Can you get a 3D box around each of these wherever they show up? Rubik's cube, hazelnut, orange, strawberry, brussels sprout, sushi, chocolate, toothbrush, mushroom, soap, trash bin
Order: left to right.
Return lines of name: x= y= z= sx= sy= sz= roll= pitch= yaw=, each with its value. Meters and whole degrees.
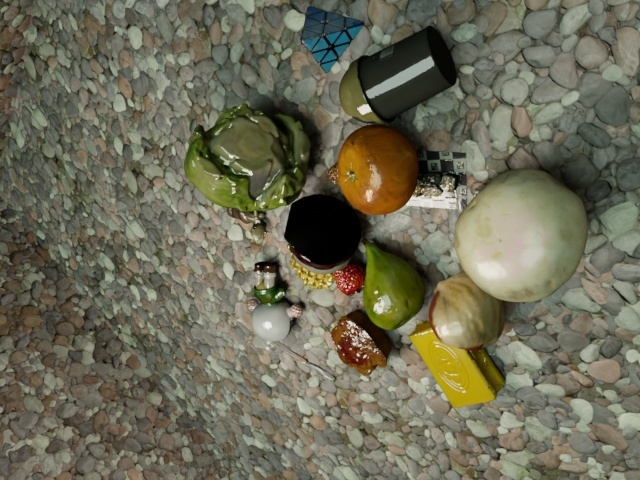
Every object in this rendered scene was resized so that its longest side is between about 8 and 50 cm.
brussels sprout: x=-0.256 y=-0.272 z=1.924 sx=0.424 sy=0.343 sz=0.361 roll=13 pitch=167 yaw=-5
toothbrush: x=-0.091 y=0.530 z=2.410 sx=0.375 sy=0.028 sz=0.037 roll=28 pitch=134 yaw=21
chocolate: x=0.000 y=0.000 z=1.917 sx=0.283 sy=0.283 sz=0.186 roll=42 pitch=153 yaw=11
Rubik's cube: x=0.042 y=-0.672 z=1.676 sx=0.178 sy=0.211 sz=0.191 roll=-14 pitch=80 yaw=17
strawberry: x=0.110 y=0.129 z=1.994 sx=0.131 sy=0.131 sz=0.148 roll=-28 pitch=77 yaw=41
orange: x=0.180 y=-0.218 z=1.676 sx=0.284 sy=0.225 sz=0.284 roll=45 pitch=142 yaw=51
trash bin: x=0.207 y=-0.461 z=1.568 sx=0.333 sy=0.214 sz=0.214 roll=-20 pitch=100 yaw=32
sushi: x=0.350 y=-0.185 z=1.704 sx=0.215 sy=0.050 sz=0.192 roll=8 pitch=117 yaw=33
soap: x=0.475 y=0.418 z=1.894 sx=0.204 sy=0.096 sz=0.325 roll=-32 pitch=92 yaw=42
hazelnut: x=0.460 y=0.219 z=1.702 sx=0.241 sy=0.261 sz=0.261 roll=50 pitch=137 yaw=40
mushroom: x=0.527 y=-0.027 z=1.446 sx=0.324 sy=0.353 sz=0.353 roll=12 pitch=120 yaw=19

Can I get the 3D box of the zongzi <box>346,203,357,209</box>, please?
zongzi: x=0.153 y=-0.167 z=1.873 sx=0.154 sy=0.062 sz=0.131 roll=17 pitch=101 yaw=47

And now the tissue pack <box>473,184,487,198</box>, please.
tissue pack: x=0.511 y=-0.129 z=1.603 sx=0.094 sy=0.074 sz=0.059 roll=15 pitch=114 yaw=31

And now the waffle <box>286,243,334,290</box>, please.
waffle: x=-0.024 y=0.079 z=2.110 sx=0.249 sy=0.056 sz=0.253 roll=-33 pitch=90 yaw=42

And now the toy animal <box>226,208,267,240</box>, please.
toy animal: x=-0.297 y=-0.100 z=2.204 sx=0.214 sy=0.093 sz=0.186 roll=15 pitch=117 yaw=38

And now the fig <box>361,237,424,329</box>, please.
fig: x=0.219 y=0.151 z=1.855 sx=0.314 sy=0.233 sz=0.233 roll=49 pitch=132 yaw=-3

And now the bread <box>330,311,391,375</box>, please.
bread: x=0.148 y=0.398 z=2.094 sx=0.247 sy=0.135 sz=0.232 roll=50 pitch=132 yaw=3

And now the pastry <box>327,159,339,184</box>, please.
pastry: x=0.085 y=-0.249 z=1.856 sx=0.169 sy=0.063 sz=0.087 roll=-38 pitch=86 yaw=43

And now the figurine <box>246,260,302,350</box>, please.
figurine: x=-0.212 y=0.273 z=2.280 sx=0.281 sy=0.167 sz=0.370 roll=4 pitch=106 yaw=30
